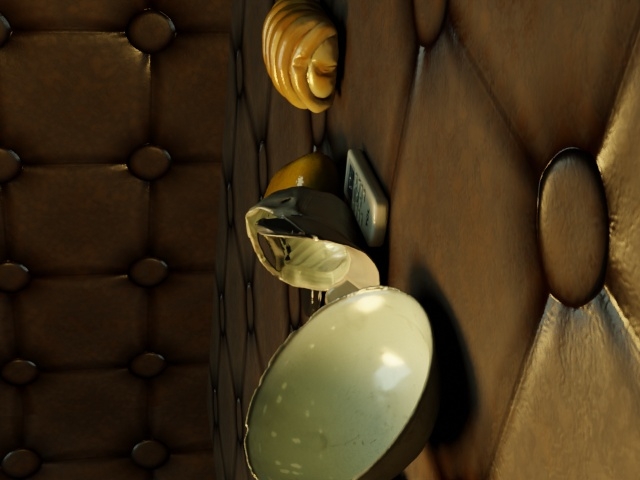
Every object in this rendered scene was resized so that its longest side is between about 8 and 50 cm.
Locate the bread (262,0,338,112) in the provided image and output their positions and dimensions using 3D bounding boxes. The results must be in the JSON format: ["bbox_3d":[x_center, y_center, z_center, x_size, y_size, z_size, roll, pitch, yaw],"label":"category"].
[{"bbox_3d":[-0.043,-0.354,1.908,0.311,0.121,0.173,-115,25,-63],"label":"bread"}]

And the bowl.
[{"bbox_3d":[0.062,0.228,1.371,0.313,0.146,0.313,-30,38,27],"label":"bowl"}]

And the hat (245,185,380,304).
[{"bbox_3d":[0.002,0.004,1.664,0.161,0.232,0.275,-50,29,-10],"label":"hat"}]

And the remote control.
[{"bbox_3d":[0.071,-0.068,1.637,0.190,0.029,0.088,-111,22,-55],"label":"remote control"}]

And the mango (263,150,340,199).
[{"bbox_3d":[-0.032,-0.072,1.887,0.262,0.129,0.167,138,135,-66],"label":"mango"}]

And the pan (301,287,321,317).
[{"bbox_3d":[-0.011,0.134,2.043,0.136,0.028,0.235,107,158,-57],"label":"pan"}]
